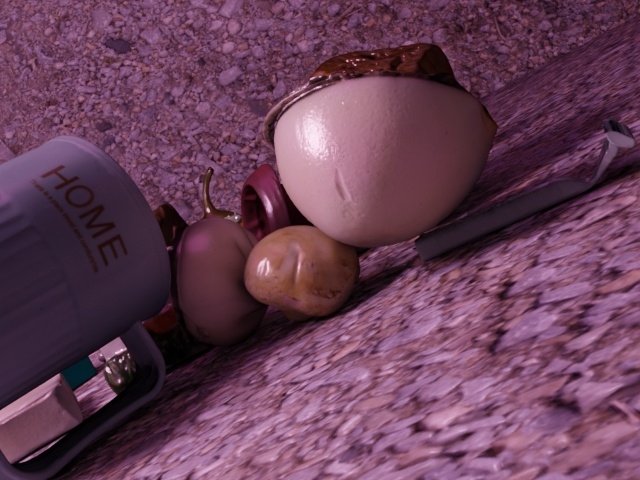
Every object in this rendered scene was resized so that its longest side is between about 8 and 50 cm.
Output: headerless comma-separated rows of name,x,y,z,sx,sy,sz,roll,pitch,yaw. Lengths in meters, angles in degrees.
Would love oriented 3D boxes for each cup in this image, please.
cup,-0.370,0.084,0.961,0.256,0.331,0.311,9,31,39

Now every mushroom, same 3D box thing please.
mushroom,-0.021,0.040,1.004,0.148,0.112,0.148,-2,29,1

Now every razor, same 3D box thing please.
razor,0.236,-0.047,0.946,0.278,0.056,0.111,-33,4,22

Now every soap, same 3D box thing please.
soap,-0.413,0.252,1.169,0.121,0.064,0.183,-31,8,-17

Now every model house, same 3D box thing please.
model house,-0.287,0.051,1.246,0.190,0.301,0.271,-34,7,9

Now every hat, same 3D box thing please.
hat,-0.061,-0.023,1.283,0.089,0.206,0.205,-12,2,-20

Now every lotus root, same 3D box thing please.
lotus root,0.074,-0.167,1.244,0.316,0.250,0.316,-1,24,1

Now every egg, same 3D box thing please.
egg,0.077,-0.072,0.969,0.264,0.174,0.286,-12,-16,28

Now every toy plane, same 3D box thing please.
toy plane,-0.203,-0.039,1.770,0.083,0.033,0.080,-31,-16,30

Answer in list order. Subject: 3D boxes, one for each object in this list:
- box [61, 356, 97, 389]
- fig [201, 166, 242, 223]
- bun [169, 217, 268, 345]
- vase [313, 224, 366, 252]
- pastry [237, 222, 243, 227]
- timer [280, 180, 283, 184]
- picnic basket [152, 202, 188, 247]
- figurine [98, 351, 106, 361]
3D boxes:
box,-0.532,0.265,1.401,0.153,0.092,0.245,-22,10,38
fig,-0.247,-0.055,1.967,0.149,0.245,0.149,-20,8,3
bun,-0.120,0.053,1.082,0.119,0.173,0.173,-7,11,8
vase,0.000,0.000,1.348,0.086,0.086,0.214,-33,5,-34
pastry,-0.179,0.021,1.770,0.192,0.093,0.182,-33,0,19
timer,0.016,-0.162,1.891,0.270,0.270,0.383,-33,-5,-33
picnic basket,-0.470,0.014,1.805,0.337,0.337,0.293,-25,7,19
figurine,-0.394,0.083,1.570,0.193,0.274,0.133,-4,-28,-29
